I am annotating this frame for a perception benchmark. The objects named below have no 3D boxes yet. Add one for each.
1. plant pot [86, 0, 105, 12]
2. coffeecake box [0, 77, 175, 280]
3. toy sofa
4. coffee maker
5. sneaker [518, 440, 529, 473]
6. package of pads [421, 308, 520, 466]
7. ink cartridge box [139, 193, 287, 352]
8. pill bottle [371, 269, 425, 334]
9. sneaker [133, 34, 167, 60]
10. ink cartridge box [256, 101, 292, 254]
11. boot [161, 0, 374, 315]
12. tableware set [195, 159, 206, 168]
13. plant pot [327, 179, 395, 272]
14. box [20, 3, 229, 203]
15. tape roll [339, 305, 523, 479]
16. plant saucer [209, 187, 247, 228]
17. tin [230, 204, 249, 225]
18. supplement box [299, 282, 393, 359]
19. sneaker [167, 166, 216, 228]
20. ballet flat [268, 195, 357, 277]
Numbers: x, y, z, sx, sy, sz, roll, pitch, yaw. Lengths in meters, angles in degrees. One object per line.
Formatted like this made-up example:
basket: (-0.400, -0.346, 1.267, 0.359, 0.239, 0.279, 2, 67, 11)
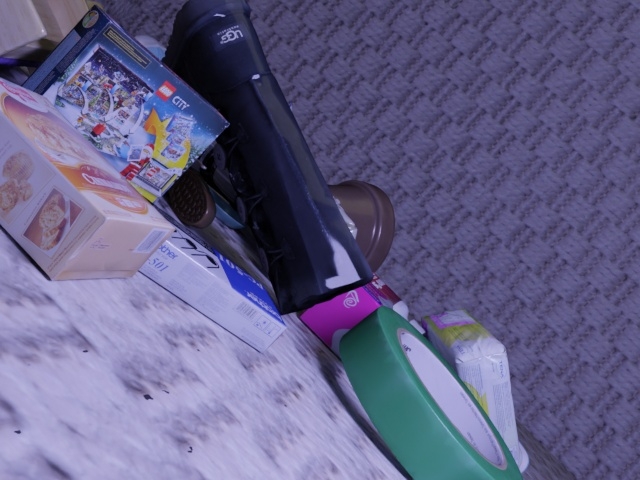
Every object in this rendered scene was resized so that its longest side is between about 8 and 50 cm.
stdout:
plant pot: (-0.445, -0.362, 1.314, 0.134, 0.134, 0.095, -5, 77, -84)
coffeecake box: (-0.232, -0.054, 0.616, 0.185, 0.068, 0.142, 44, 5, 8)
toy sofa: (-0.397, -0.273, 0.871, 0.362, 0.177, 0.150, -118, -174, -76)
coffee maker: (-0.183, -0.133, 1.506, 0.178, 0.120, 0.171, 41, -14, 23)
sneaker: (0.347, 0.395, 1.527, 0.092, 0.087, 0.229, 39, 4, -30)
package of pads: (0.277, 0.265, 1.355, 0.296, 0.101, 0.229, -116, -164, -79)
ink cartridge box: (-0.132, 0.038, 0.802, 0.207, 0.046, 0.097, 41, 6, -35)
pill bottle: (0.096, 0.137, 1.434, 0.221, 0.121, 0.121, 45, 5, 16)
sneaker: (-0.356, -0.352, 1.706, 0.150, 0.135, 0.366, 41, -1, 14)
ink cartridge box: (-0.087, -0.121, 1.373, 0.223, 0.045, 0.224, -69, 157, -57)
boot: (-0.096, -0.101, 1.117, 0.445, 0.146, 0.367, 63, -13, 3)
tableware set: (-0.289, -0.164, 1.341, 0.128, 0.039, 0.194, 29, 5, -24)
plant pot: (0.012, -0.039, 1.770, 0.229, 0.263, 0.263, 14, 24, -40)
box: (-0.235, -0.148, 0.871, 0.044, 0.159, 0.233, 46, 5, 33)
tape roll: (0.156, 0.240, 1.020, 0.321, 0.077, 0.321, 47, 11, -12)
plant saucer: (-0.187, -0.059, 1.355, 0.119, 0.021, 0.119, 43, 4, -4)
tin: (-0.128, -0.034, 1.583, 0.190, 0.040, 0.106, 45, 1, 23)
supplement box: (0.050, 0.121, 1.250, 0.111, 0.114, 0.220, 45, 6, 2)
sneaker: (-0.196, -0.073, 1.122, 0.192, 0.064, 0.086, 44, 8, 39)
ballet flat: (0.000, 0.000, 1.378, 0.147, 0.147, 0.409, 44, 19, -4)
